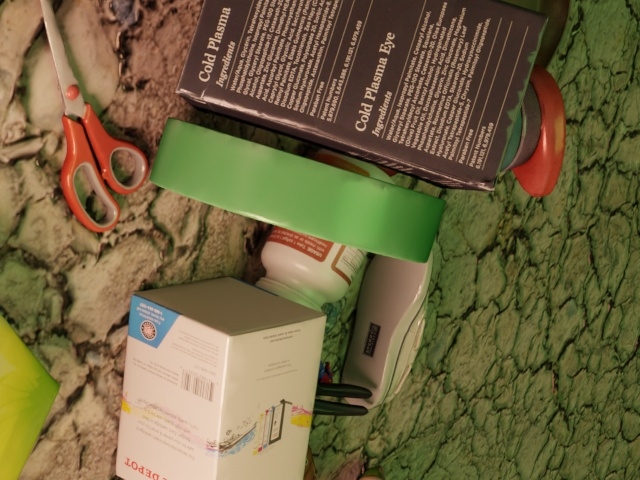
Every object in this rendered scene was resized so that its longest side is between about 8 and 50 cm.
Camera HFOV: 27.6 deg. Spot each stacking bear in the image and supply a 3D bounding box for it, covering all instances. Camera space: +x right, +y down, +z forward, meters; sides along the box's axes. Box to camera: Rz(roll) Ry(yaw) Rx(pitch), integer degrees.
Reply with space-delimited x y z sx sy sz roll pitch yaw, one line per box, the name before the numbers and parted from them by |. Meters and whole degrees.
stacking bear | 0.162 -0.149 1.717 0.289 0.175 0.164 -6 129 -26

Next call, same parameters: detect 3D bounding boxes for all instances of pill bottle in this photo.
pill bottle | 0.000 0.000 1.657 0.216 0.121 0.121 -61 141 -12

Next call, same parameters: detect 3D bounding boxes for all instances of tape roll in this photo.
tape roll | -0.025 -0.056 1.439 0.321 0.321 0.077 13 96 -52

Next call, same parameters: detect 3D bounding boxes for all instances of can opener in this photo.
can opener | -0.006 0.212 1.757 0.186 0.073 0.059 18 98 -39

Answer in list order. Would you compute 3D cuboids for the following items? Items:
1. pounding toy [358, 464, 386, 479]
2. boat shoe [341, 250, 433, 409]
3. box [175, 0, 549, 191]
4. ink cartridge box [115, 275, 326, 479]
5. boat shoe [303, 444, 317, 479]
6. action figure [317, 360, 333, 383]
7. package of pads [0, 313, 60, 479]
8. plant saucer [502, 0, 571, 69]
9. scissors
pounding toy | 0.054 0.428 1.899 0.237 0.110 0.183 86 -6 -81
boat shoe | 0.110 0.115 1.862 0.088 0.096 0.267 0 106 -55
box | 0.033 -0.180 1.353 0.343 0.313 0.179 -133 -121 -86
ink cartridge box | -0.120 0.184 1.547 0.168 0.171 0.232 -9 112 -49
boat shoe | -0.117 0.342 1.681 0.307 0.111 0.104 -25 120 -54
action figure | -0.003 0.182 1.806 0.038 0.030 0.115 -60 143 -22
package of pads | -0.379 0.196 1.222 0.229 0.101 0.296 67 34 -50
plant saucer | 0.210 -0.288 1.784 0.311 0.050 0.310 -21 134 -23
scissors | -0.262 -0.134 1.362 0.109 0.021 0.297 -48 138 -24
